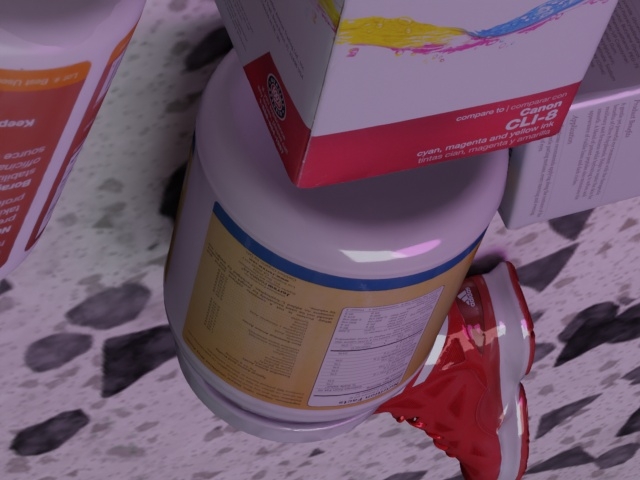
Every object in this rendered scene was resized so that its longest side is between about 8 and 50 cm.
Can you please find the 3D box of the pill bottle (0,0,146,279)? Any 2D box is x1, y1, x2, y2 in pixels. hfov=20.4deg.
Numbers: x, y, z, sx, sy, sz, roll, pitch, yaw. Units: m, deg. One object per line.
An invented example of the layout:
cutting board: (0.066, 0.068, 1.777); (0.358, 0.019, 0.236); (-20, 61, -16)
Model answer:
pill bottle: (-0.154, -0.053, 0.700); (0.121, 0.121, 0.216); (-3, 146, -30)

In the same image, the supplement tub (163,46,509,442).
supplement tub: (0.000, 0.000, 0.868); (0.144, 0.144, 0.199); (-11, 150, -19)

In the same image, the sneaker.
sneaker: (0.068, 0.098, 1.167); (0.128, 0.087, 0.221); (-9, 138, -5)

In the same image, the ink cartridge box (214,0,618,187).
ink cartridge box: (0.039, -0.130, 0.690); (0.127, 0.128, 0.176); (-12, 150, -18)

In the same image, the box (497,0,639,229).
box: (0.118, -0.079, 0.858); (0.087, 0.102, 0.101); (-14, 150, -10)
